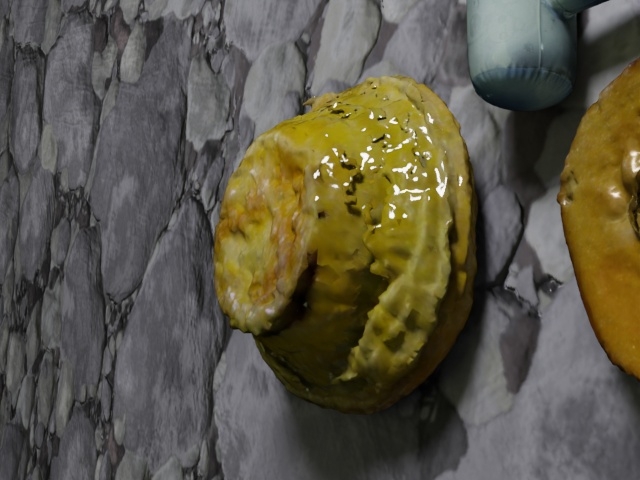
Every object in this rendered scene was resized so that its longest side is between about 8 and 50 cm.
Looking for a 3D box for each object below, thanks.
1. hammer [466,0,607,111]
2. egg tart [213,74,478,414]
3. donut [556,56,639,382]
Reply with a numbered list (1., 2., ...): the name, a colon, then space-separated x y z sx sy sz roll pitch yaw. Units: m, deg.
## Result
1. hammer: 0.166 -0.151 0.554 0.193 0.069 0.116 -14 70 52
2. egg tart: 0.000 0.000 0.733 0.294 0.123 0.294 -16 71 55
3. donut: 0.197 -0.010 0.474 0.162 0.065 0.179 -36 55 56
